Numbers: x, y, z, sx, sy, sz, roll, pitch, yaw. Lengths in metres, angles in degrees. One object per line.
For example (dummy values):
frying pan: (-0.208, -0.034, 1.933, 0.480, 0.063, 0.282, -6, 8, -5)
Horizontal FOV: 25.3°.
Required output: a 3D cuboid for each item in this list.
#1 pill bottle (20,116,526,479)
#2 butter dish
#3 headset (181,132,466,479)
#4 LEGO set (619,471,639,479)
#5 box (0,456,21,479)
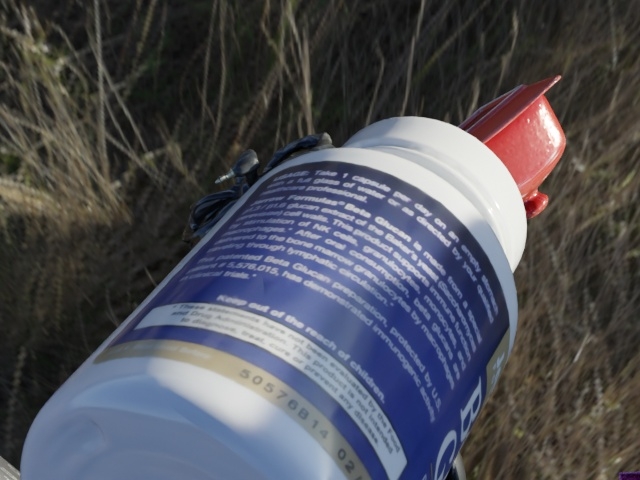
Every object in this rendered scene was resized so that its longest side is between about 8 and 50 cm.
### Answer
pill bottle: (0.001, 0.031, 0.400, 0.094, 0.094, 0.169, 28, 39, 9)
butter dish: (0.187, -0.074, 1.456, 0.160, 0.160, 0.118, -39, 95, -21)
headset: (0.007, 0.140, 0.857, 0.185, 0.243, 0.394, -33, 69, 28)
LEGO set: (0.336, 0.150, 1.056, 0.227, 0.093, 0.087, -5, 70, 12)
box: (-0.322, 0.349, 1.340, 0.242, 0.076, 0.307, -43, 114, 1)
